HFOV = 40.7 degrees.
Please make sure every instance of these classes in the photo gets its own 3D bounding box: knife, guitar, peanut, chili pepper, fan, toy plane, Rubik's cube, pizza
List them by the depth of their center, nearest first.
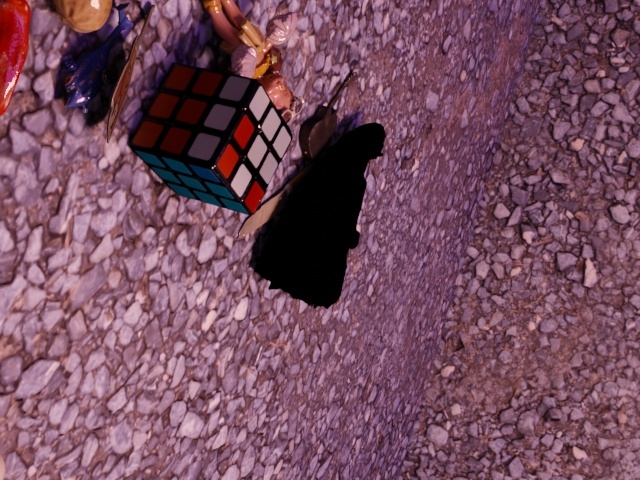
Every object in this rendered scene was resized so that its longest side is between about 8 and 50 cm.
[{"bbox_3d":[-0.364,-0.226,0.994,0.050,0.059,0.191,-5,107,-71],"label":"chili pepper"},{"bbox_3d":[-0.293,-0.342,1.050,0.080,0.080,0.174,-26,124,-56],"label":"peanut"},{"bbox_3d":[-0.294,-0.242,1.138,0.062,0.054,0.167,42,66,-34],"label":"toy plane"},{"bbox_3d":[-0.260,-0.241,1.180,0.132,0.009,0.220,126,-21,-61],"label":"fan"},{"bbox_3d":[-0.161,-0.155,1.314,0.163,0.161,0.162,-65,152,-19],"label":"Rubik's cube"},{"bbox_3d":[-0.074,-0.082,1.691,0.298,0.017,0.047,-46,149,-44],"label":"knife"},{"bbox_3d":[0.023,-0.263,1.766,0.233,0.025,0.088,-58,153,-28],"label":"guitar"},{"bbox_3d":[-0.002,-0.023,1.778,0.392,0.080,0.435,-20,125,-60],"label":"pizza"}]

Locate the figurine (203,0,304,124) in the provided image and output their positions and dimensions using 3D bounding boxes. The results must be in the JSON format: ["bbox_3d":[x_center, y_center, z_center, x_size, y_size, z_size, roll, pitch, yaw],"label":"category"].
[{"bbox_3d":[-0.112,-0.289,1.388,0.174,0.116,0.240,-55,143,-37],"label":"figurine"}]

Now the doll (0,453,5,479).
[{"bbox_3d":[-0.507,0.226,0.751,0.365,0.376,0.187,-60,164,19],"label":"doll"}]
